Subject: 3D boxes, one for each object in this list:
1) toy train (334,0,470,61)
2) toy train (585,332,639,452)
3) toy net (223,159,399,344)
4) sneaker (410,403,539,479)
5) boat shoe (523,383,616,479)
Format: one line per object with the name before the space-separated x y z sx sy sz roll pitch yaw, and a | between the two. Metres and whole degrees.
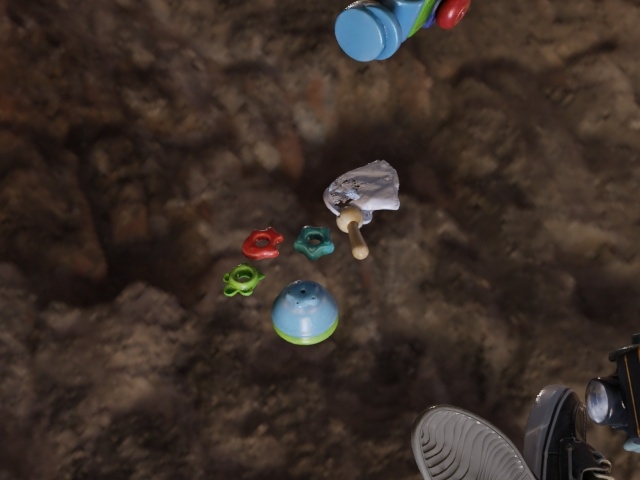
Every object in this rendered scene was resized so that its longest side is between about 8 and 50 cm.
toy train | 0.098 -0.275 1.152 0.105 0.248 0.143 35 -134 8
toy train | 0.453 0.154 1.373 0.334 0.190 0.142 -1 -104 -17
toy net | 0.000 0.000 1.355 0.122 0.045 0.232 21 -126 21
sneaker | 0.145 0.225 1.149 0.222 0.083 0.118 46 169 -13
boat shoe | 0.329 0.324 1.692 0.335 0.119 0.121 -72 -34 -45
